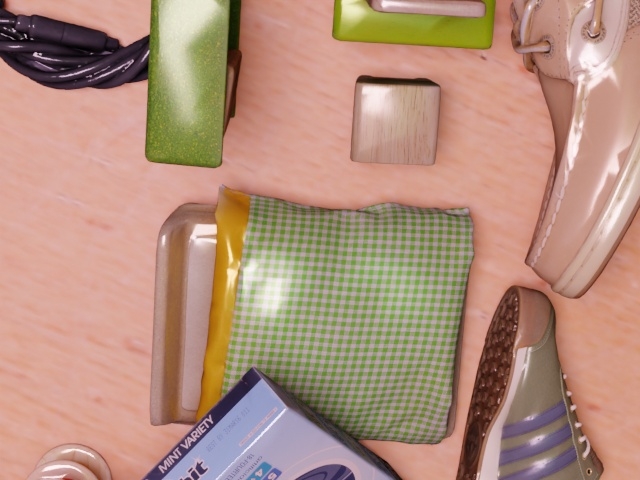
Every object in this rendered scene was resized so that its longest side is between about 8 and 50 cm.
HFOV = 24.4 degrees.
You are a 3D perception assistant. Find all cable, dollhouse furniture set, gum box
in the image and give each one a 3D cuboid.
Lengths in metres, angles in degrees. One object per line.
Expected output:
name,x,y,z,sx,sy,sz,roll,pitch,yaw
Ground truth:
cable,-0.153,-0.169,0.918,0.150,0.047,0.184,-43,96,0
dollhouse furniture set,0.000,0.000,0.867,0.197,0.151,0.301,3,103,-3
gum box,-0.041,0.173,0.895,0.157,0.184,0.041,-45,53,1

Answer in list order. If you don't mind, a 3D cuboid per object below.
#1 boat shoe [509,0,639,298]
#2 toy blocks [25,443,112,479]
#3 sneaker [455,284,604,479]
boat shoe,0.167,-0.136,0.907,0.110,0.121,0.341,15,84,1
toy blocks,-0.185,0.186,0.896,0.123,0.148,0.054,-41,94,1
sneaker,0.141,0.129,0.952,0.086,0.064,0.192,11,94,-11
